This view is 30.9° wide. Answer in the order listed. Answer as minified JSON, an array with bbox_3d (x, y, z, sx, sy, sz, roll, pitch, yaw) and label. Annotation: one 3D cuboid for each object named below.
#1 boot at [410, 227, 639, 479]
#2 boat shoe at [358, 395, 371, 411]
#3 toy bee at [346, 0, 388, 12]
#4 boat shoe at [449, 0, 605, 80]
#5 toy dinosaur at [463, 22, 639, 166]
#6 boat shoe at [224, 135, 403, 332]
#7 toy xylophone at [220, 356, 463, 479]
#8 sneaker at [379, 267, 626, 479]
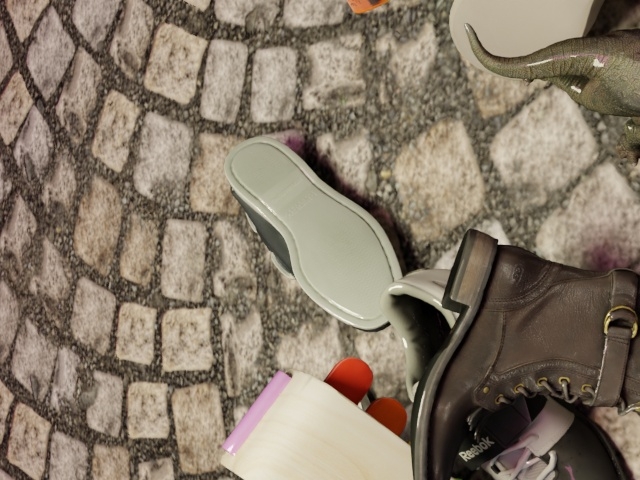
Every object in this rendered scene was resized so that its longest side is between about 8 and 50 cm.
[{"bbox_3d":[0.206,0.123,0.998,0.229,0.091,0.262,16,90,2],"label":"boot"},{"bbox_3d":[0.059,0.209,1.281,0.035,0.035,0.100,-24,75,37],"label":"boat shoe"},{"bbox_3d":[0.080,-0.363,1.183,0.162,0.195,0.298,-23,59,19],"label":"toy bee"},{"bbox_3d":[0.228,-0.278,1.036,0.158,0.127,0.340,-57,1,-22],"label":"boat shoe"},{"bbox_3d":[0.268,-0.127,0.944,0.121,0.314,0.160,-60,20,-7],"label":"toy dinosaur"},{"bbox_3d":[0.000,0.000,1.311,0.114,0.091,0.302,-31,56,-7],"label":"boat shoe"},{"bbox_3d":[0.041,0.272,1.084,0.322,0.236,0.081,45,167,-1],"label":"toy xylophone"},{"bbox_3d":[0.157,0.166,1.099,0.122,0.146,0.330,-52,55,31],"label":"sneaker"}]
